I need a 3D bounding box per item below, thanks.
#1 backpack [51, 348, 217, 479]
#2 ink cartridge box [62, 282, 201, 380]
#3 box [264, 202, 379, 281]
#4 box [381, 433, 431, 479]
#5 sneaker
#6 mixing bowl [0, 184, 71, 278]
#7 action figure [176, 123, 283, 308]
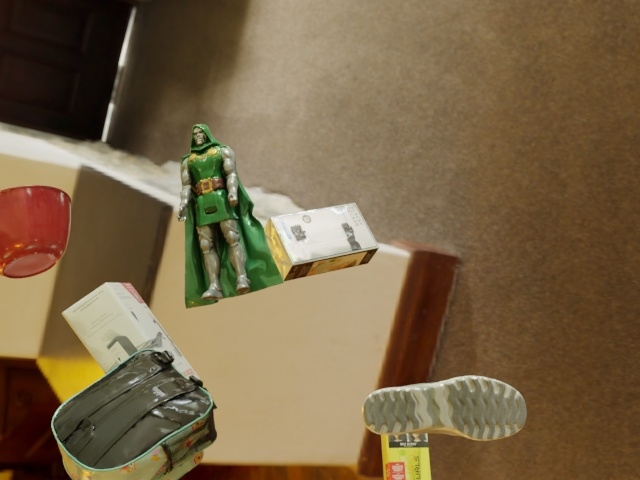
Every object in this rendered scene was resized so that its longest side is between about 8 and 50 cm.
[{"bbox_3d":[-0.251,0.256,1.073,0.165,0.188,0.145,34,133,32],"label":"backpack"},{"bbox_3d":[-0.300,0.179,1.313,0.218,0.092,0.158,55,179,3],"label":"ink cartridge box"},{"bbox_3d":[0.000,0.000,2.265,0.169,0.289,0.087,64,145,26],"label":"box"},{"bbox_3d":[0.168,0.463,1.573,0.058,0.087,0.232,110,161,-65],"label":"box"},{"bbox_3d":[0.208,0.279,1.378,0.115,0.281,0.105,106,167,-83],"label":"sneaker"},{"bbox_3d":[-0.478,-0.002,1.297,0.181,0.181,0.098,-42,65,44],"label":"mixing bowl"},{"bbox_3d":[-0.137,-0.041,1.041,0.137,0.063,0.232,-15,76,10],"label":"action figure"}]
